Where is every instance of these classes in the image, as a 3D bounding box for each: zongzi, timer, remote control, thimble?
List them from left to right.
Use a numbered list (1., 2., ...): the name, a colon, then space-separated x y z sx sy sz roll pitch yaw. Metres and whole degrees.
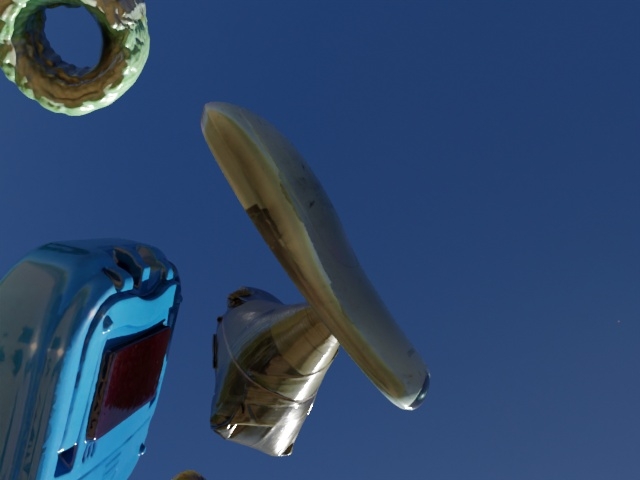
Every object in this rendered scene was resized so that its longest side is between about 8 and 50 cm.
1. thimble: -0.372 -0.312 0.984 0.219 0.219 0.150 -38 -154 16
2. timer: -0.257 0.155 0.700 0.115 0.340 0.309 13 -87 5
3. zongzi: -0.049 0.114 0.960 0.318 0.154 0.289 -55 -152 25
4. remote control: -0.001 0.002 0.446 0.045 0.097 0.256 -36 -98 19

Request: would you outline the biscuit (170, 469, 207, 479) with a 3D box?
1. biscuit: -0.199 0.462 1.042 0.029 0.247 0.118 17 -125 37
